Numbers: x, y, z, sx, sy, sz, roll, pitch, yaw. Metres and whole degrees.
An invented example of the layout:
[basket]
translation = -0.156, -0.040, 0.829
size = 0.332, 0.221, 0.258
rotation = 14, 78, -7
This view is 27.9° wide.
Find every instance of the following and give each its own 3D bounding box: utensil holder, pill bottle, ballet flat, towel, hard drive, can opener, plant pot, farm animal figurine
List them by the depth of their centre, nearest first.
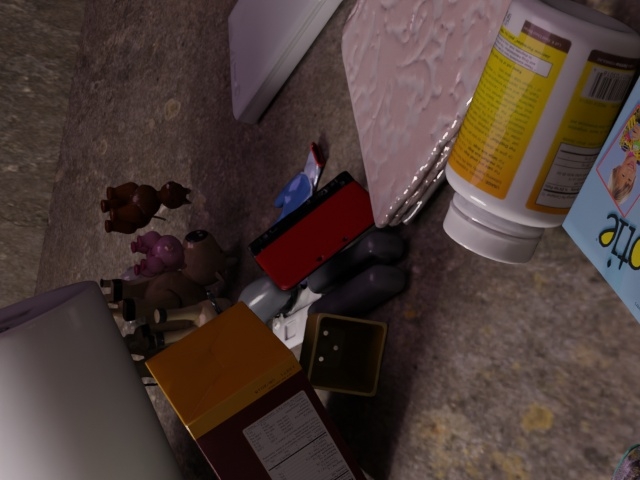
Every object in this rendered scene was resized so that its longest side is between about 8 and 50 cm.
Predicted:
[ballet flat]
translation = 0.224, 0.205, 0.969
size = 0.041, 0.041, 0.114
rotation = -113, 40, -51
[pill bottle]
translation = 0.180, -0.092, 1.088
size = 0.215, 0.117, 0.117
rotation = -69, 26, 21
[towel]
translation = 0.124, -0.225, 1.343
size = 0.332, 0.053, 0.317
rotation = -54, 36, 45
[plant pot]
translation = 0.016, 0.120, 1.413
size = 0.083, 0.081, 0.082
rotation = -169, 89, -71
[can opener]
translation = -0.009, 0.060, 1.466
size = 0.283, 0.095, 0.076
rotation = -35, 51, 57
[utensil holder]
translation = -0.360, 0.286, 1.678
size = 0.327, 0.327, 0.385
rotation = -2, 111, 65
[hard drive]
translation = -0.048, -0.330, 1.778
size = 0.307, 0.040, 0.203
rotation = -48, 39, 49
[farm animal figurine]
translation = -0.193, 0.082, 1.801
size = 0.330, 0.172, 0.327
rotation = -116, 30, -42

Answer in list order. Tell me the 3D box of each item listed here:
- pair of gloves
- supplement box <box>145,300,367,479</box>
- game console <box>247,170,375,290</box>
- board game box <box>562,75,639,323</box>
[pair of gloves]
translation = -0.020, -0.020, 1.613
size = 0.198, 0.023, 0.159
rotation = -110, 38, -50
[supplement box]
translation = -0.067, 0.200, 1.374
size = 0.194, 0.129, 0.191
rotation = 61, 170, -22
[game console]
translation = 0.000, 0.000, 1.445
size = 0.085, 0.144, 0.124
rotation = 51, 175, 18
[board game box]
translation = 0.294, -0.075, 0.799
size = 0.275, 0.142, 0.144
rotation = -66, 28, 26
